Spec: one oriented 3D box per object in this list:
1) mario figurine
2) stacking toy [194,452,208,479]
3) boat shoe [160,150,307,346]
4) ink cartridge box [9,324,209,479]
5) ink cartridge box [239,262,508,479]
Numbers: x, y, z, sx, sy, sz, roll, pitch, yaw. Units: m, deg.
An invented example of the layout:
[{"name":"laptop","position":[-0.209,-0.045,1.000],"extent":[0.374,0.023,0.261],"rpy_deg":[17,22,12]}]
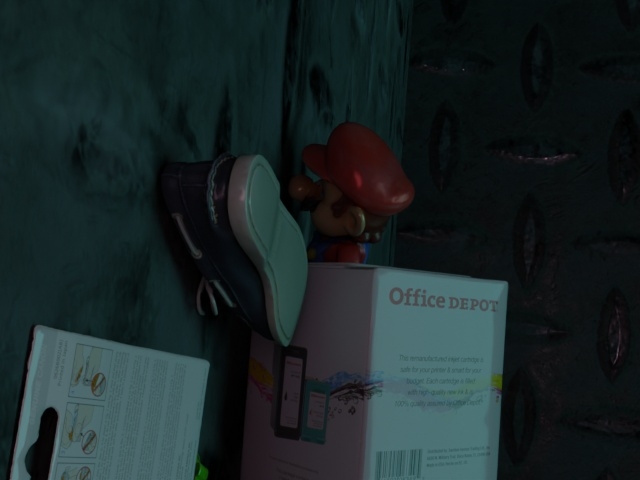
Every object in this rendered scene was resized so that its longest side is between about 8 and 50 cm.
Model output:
[{"name":"mario figurine","position":[0.000,0.000,1.167],"extent":[0.198,0.170,0.320],"rpy_deg":[48,-45,50]},{"name":"stacking toy","position":[-0.095,0.289,0.749],"extent":[0.167,0.052,0.221],"rpy_deg":[60,28,-56]},{"name":"boat shoe","position":[-0.066,0.015,0.773],"extent":[0.254,0.079,0.095],"rpy_deg":[69,29,-63]},{"name":"ink cartridge box","position":[-0.138,0.134,0.568],"extent":[0.179,0.045,0.145],"rpy_deg":[27,66,-60]},{"name":"ink cartridge box","position":[0.055,0.163,0.976],"extent":[0.198,0.197,0.270],"rpy_deg":[7,85,-39]}]
